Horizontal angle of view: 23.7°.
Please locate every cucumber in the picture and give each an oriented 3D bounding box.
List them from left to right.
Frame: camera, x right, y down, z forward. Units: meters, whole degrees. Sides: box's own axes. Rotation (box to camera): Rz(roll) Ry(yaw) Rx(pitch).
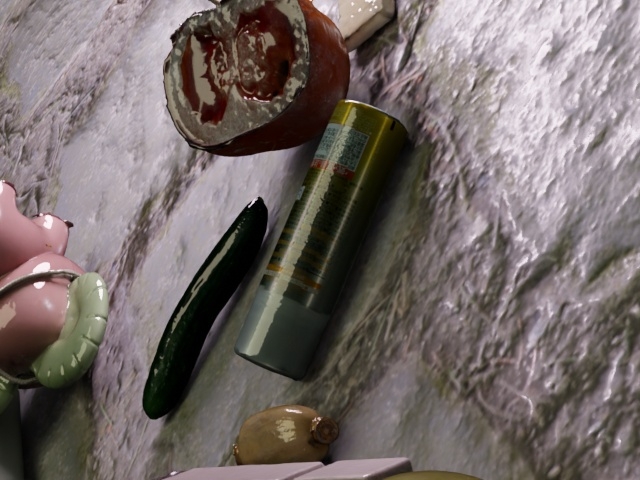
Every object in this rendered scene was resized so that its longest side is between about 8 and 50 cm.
[{"bbox_3d":[-0.133,0.076,1.736,0.284,0.056,0.056,-62,31,3],"label":"cucumber"}]

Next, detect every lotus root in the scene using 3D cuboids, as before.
[{"bbox_3d":[-0.041,0.198,1.487,0.062,0.073,0.150,-31,3,-43],"label":"lotus root"}]

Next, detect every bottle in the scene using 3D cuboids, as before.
[{"bbox_3d":[0.000,0.000,1.564,0.082,0.082,0.286,12,77,58],"label":"bottle"}]

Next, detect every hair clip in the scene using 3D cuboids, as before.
[{"bbox_3d":[-0.041,0.258,1.407,0.330,0.085,0.101,-14,85,50],"label":"hair clip"}]

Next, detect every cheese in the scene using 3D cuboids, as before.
[{"bbox_3d":[0.049,-0.390,1.835,0.085,0.034,0.400,-35,40,38],"label":"cheese"}]

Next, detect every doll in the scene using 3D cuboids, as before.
[{"bbox_3d":[-0.396,0.092,1.960,0.284,0.216,0.268,-28,49,24],"label":"doll"}]

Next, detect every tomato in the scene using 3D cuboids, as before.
[{"bbox_3d":[-0.054,-0.185,1.714,0.214,0.155,0.181,-14,74,35],"label":"tomato"}]

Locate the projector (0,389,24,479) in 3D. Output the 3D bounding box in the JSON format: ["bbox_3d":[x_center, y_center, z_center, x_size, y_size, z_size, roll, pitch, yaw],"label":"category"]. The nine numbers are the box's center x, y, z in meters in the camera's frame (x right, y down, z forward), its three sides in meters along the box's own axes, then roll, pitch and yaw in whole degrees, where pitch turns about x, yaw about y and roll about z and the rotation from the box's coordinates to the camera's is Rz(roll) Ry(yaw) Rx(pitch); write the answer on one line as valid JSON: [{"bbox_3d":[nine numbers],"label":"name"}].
[{"bbox_3d":[-0.438,0.291,1.977,0.108,0.108,0.337,-48,34,24],"label":"projector"}]

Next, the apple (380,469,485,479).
[{"bbox_3d":[0.089,0.289,1.059,0.262,0.262,0.262,-36,40,38],"label":"apple"}]
